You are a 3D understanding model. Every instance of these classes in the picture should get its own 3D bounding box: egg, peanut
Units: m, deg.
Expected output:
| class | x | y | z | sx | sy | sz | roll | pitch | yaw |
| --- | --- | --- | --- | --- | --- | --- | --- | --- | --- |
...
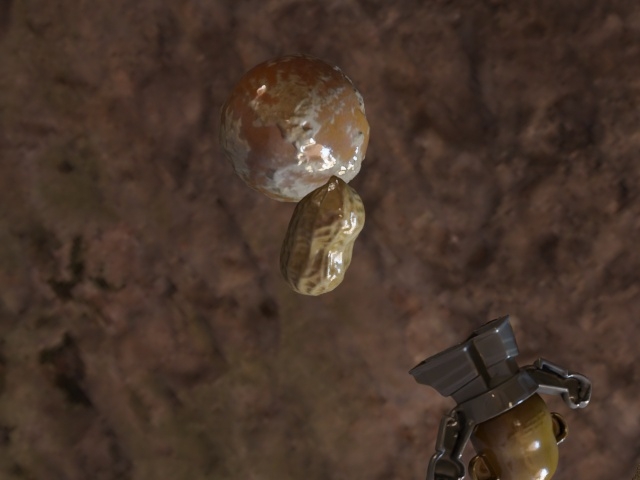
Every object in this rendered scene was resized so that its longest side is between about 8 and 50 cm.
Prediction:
| class | x | y | z | sx | sy | sz | roll | pitch | yaw |
| --- | --- | --- | --- | --- | --- | --- | --- | --- | --- |
| egg | -0.033 | -0.142 | 1.785 | 0.195 | 0.195 | 0.233 | 49 | 0 | 12 |
| peanut | 0.000 | 0.000 | 1.653 | 0.083 | 0.093 | 0.194 | 21 | -36 | 2 |

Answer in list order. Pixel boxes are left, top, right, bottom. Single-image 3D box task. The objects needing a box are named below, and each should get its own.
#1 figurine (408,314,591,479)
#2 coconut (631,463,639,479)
| class | x | y | z | sx | sy | sz | roll | pitch | yaw |
| --- | --- | --- | --- | --- | --- | --- | --- | --- | --- |
| figurine | 0.309 | 0.296 | 2.421 | 0.285 | 0.342 | 0.167 | 60 | -2 | 2 |
| coconut | 0.376 | 0.247 | 0.932 | 0.404 | 0.404 | 0.404 | 47 | -18 | 20 |
